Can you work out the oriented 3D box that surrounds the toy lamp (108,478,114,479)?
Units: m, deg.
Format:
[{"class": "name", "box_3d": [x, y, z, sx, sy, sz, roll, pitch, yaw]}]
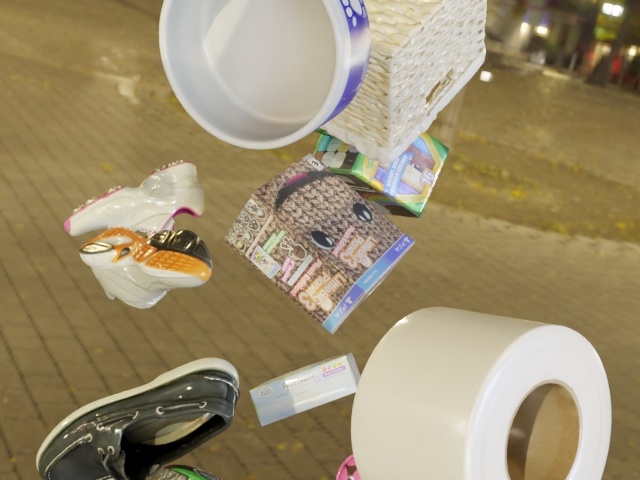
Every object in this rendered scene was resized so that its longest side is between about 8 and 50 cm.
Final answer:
[{"class": "toy lamp", "box_3d": [-0.352, 0.417, 1.738, 0.080, 0.080, 0.275, 25, -11, 38]}]

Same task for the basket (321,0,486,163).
[{"class": "basket", "box_3d": [0.088, -0.378, 1.811, 0.331, 0.266, 0.328, 32, 63, 21]}]

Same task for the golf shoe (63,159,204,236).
[{"class": "golf shoe", "box_3d": [-0.388, -0.060, 2.176, 0.306, 0.140, 0.115, -24, 3, -7]}]

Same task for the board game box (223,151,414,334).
[{"class": "board game box", "box_3d": [0.000, 0.000, 2.049, 0.291, 0.141, 0.232, 40, 39, 6]}]

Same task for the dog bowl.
[{"class": "dog bowl", "box_3d": [-0.072, -0.258, 1.331, 0.265, 0.264, 0.104, 18, 27, 19]}]

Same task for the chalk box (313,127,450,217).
[{"class": "chalk box", "box_3d": [0.106, -0.196, 2.268, 0.289, 0.179, 0.180, 32, -12, -34]}]

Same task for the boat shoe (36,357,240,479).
[{"class": "boat shoe", "box_3d": [-0.265, 0.294, 1.483, 0.340, 0.127, 0.113, -24, 41, 6]}]

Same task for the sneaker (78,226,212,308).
[{"class": "sneaker", "box_3d": [-0.253, 0.052, 1.580, 0.262, 0.121, 0.099, 8, 37, 41]}]

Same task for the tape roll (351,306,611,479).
[{"class": "tape roll", "box_3d": [0.177, 0.201, 1.114, 0.246, 0.246, 0.169, 2, 2, -40]}]

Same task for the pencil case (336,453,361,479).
[{"class": "pencil case", "box_3d": [0.112, 0.376, 1.523, 0.209, 0.095, 0.098, 27, 29, -49]}]

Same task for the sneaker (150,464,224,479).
[{"class": "sneaker", "box_3d": [-0.076, 0.400, 1.359, 0.344, 0.134, 0.146, 32, 18, -6]}]

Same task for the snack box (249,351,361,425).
[{"class": "snack box", "box_3d": [-0.020, 0.253, 1.777, 0.175, 0.070, 0.207, -20, -4, 2]}]
